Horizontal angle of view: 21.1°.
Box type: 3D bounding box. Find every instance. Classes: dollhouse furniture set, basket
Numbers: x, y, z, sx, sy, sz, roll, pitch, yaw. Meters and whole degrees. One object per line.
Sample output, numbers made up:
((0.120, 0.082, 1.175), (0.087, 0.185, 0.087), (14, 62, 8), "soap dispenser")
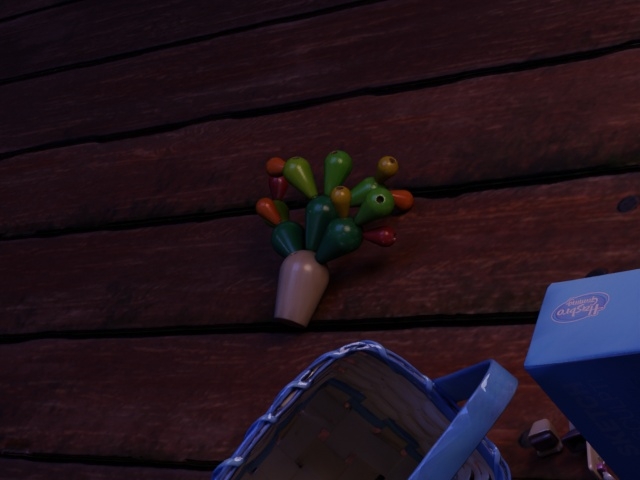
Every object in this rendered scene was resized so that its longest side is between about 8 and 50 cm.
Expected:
((0.180, 0.137, 1.297), (0.091, 0.114, 0.081), (-23, 40, 25), "dollhouse furniture set")
((0.029, 0.197, 1.272), (0.255, 0.201, 0.289), (-50, 0, -11), "basket")

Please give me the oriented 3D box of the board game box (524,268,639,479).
((0.299, 0.128, 0.975), (0.242, 0.316, 0.064), (-13, 41, 40), "board game box")

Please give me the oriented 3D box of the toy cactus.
((0.000, 0.000, 1.707), (0.219, 0.112, 0.181), (4, 72, 47), "toy cactus")
